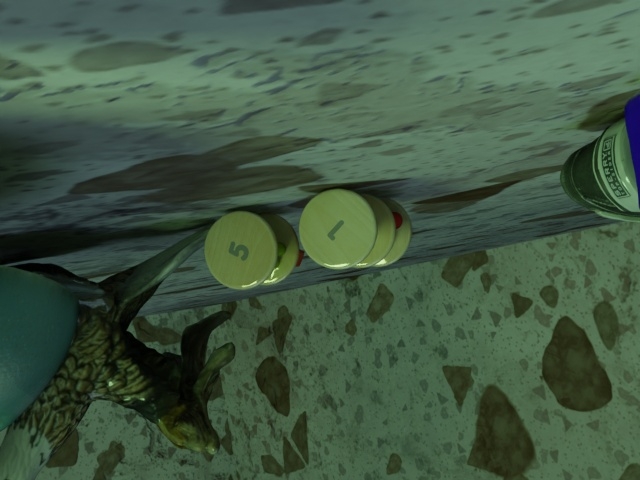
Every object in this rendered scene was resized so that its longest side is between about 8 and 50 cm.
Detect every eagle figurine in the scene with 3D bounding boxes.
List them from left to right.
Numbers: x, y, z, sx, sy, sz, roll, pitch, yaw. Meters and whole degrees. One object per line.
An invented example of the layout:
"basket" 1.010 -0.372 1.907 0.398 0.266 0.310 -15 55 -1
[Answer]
"eagle figurine" -0.217 0.085 0.682 0.298 0.225 0.226 18 129 -14

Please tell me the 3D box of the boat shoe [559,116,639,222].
"boat shoe" 0.244 -0.046 0.571 0.220 0.077 0.070 0 172 -18

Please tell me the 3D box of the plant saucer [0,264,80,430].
"plant saucer" -0.244 0.072 0.359 0.318 0.043 0.317 -13 168 -3

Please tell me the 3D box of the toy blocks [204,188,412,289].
"toy blocks" 0.000 0.000 0.716 0.123 0.054 0.148 -12 176 17

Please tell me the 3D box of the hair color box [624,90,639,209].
"hair color box" 0.316 -0.054 0.374 0.339 0.110 0.185 -8 175 -5
